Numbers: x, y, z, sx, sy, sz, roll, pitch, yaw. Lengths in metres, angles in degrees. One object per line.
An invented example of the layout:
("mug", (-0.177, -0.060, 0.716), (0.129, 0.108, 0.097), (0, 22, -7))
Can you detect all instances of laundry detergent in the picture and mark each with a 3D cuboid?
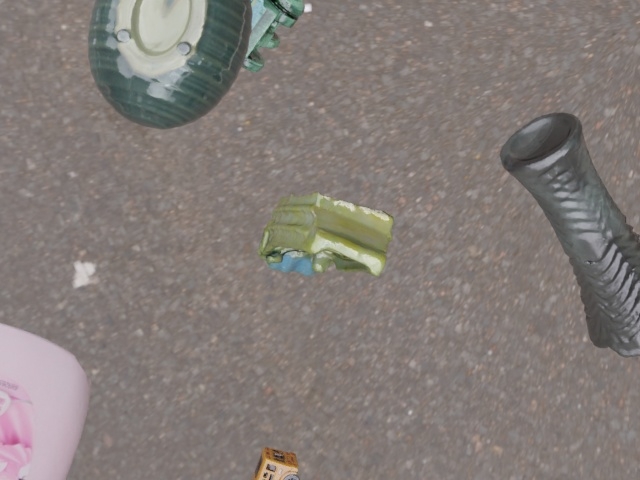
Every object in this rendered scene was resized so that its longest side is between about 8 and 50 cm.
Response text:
("laundry detergent", (-0.273, 0.207, 0.628), (0.159, 0.335, 0.088), (15, 144, 6))

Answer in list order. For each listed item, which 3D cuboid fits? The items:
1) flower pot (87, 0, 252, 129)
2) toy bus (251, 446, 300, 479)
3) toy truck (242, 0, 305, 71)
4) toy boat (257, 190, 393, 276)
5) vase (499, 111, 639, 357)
("flower pot", (-0.180, -0.254, 1.179), (0.189, 0.157, 0.243), (15, 88, -2))
("toy bus", (-0.103, 0.500, 1.877), (0.088, 0.083, 0.194), (19, 96, -9))
("toy truck", (-0.116, -0.420, 1.744), (0.156, 0.279, 0.155), (36, 116, -10))
("toy boat", (0.001, -0.006, 1.091), (0.111, 0.276, 0.084), (17, 83, -13))
("vase", (0.258, -0.007, 0.928), (0.115, 0.115, 0.237), (-24, 122, 23))
